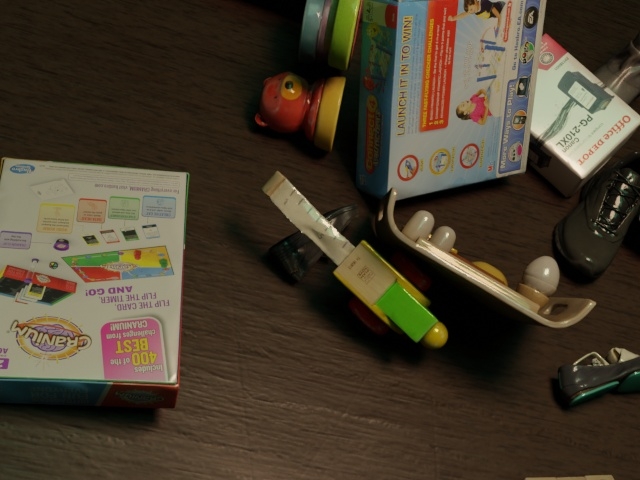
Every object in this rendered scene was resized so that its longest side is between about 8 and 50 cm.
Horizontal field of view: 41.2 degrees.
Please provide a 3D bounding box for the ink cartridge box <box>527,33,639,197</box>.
[{"bbox_3d":[0.424,-0.222,1.524,0.172,0.100,0.237,-42,78,-13],"label":"ink cartridge box"}]

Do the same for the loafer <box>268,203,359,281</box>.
[{"bbox_3d":[0.000,0.000,1.246,0.170,0.062,0.061,-33,96,-34],"label":"loafer"}]

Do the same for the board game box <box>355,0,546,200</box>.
[{"bbox_3d":[0.207,-0.238,1.349,0.302,0.308,0.086,-13,27,-31],"label":"board game box"}]

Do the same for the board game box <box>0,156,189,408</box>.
[{"bbox_3d":[-0.290,0.046,1.048,0.243,0.064,0.316,4,54,-10],"label":"board game box"}]

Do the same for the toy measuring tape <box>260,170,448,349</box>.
[{"bbox_3d":[0.052,0.030,1.192,0.330,0.121,0.121,43,50,2],"label":"toy measuring tape"}]

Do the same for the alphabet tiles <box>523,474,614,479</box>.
[{"bbox_3d":[0.386,0.446,1.054,0.285,0.011,0.342,8,42,-31],"label":"alphabet tiles"}]

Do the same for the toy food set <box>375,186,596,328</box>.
[{"bbox_3d":[0.217,0.022,1.205,0.306,0.220,0.092,31,87,0],"label":"toy food set"}]

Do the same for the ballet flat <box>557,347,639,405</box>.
[{"bbox_3d":[0.439,0.196,1.282,0.203,0.074,0.074,-6,59,-25],"label":"ballet flat"}]

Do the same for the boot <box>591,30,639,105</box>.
[{"bbox_3d":[0.597,-0.343,1.645,0.118,0.222,0.338,42,50,8],"label":"boot"}]

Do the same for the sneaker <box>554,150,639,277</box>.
[{"bbox_3d":[0.489,-0.056,1.448,0.109,0.130,0.286,32,51,1],"label":"sneaker"}]

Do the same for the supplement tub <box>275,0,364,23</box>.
[{"bbox_3d":[-0.048,-0.516,1.508,0.316,0.193,0.193,14,52,-15],"label":"supplement tub"}]

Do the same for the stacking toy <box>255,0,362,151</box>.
[{"bbox_3d":[-0.009,-0.331,1.340,0.131,0.279,0.308,11,55,0],"label":"stacking toy"}]
